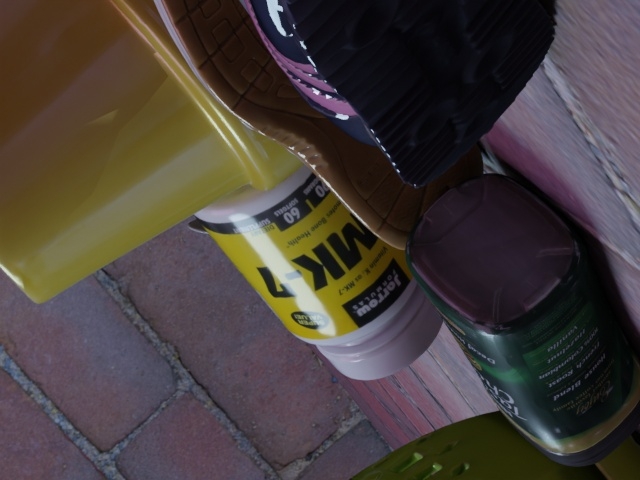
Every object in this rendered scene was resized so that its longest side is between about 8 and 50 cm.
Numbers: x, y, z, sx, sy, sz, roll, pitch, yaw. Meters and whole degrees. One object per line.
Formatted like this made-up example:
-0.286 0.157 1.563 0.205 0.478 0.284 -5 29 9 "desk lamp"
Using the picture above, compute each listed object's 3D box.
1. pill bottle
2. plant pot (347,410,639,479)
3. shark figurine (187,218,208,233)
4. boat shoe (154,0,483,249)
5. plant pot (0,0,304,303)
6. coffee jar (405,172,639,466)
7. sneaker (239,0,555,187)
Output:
0.000 0.000 1.420 0.208 0.119 0.119 52 173 -36 "pill bottle"
0.153 0.231 1.382 0.227 0.207 0.228 50 174 -15 "plant pot"
-0.092 -0.080 1.540 0.166 0.278 0.116 -93 12 -52 "shark figurine"
-0.021 -0.100 1.001 0.096 0.098 0.277 41 172 48 "boat shoe"
-0.143 -0.096 1.252 0.254 0.239 0.254 47 174 6 "plant pot"
0.116 0.049 1.069 0.096 0.079 0.184 44 173 38 "coffee jar"
-0.003 -0.118 0.675 0.131 0.112 0.319 43 172 18 "sneaker"
